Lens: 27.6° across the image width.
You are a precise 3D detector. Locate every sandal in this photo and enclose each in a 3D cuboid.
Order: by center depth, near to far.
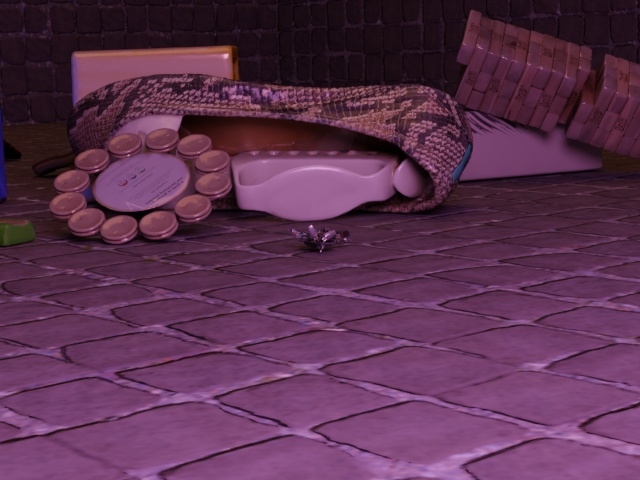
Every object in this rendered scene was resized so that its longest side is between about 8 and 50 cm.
[{"bbox_3d":[-0.353,-0.117,1.968,0.180,0.049,0.072,-15,-2,19],"label":"sandal"}]

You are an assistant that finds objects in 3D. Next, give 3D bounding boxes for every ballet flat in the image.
[{"bbox_3d":[-0.080,-0.090,1.416,0.483,0.164,0.182,2,35,15],"label":"ballet flat"}]

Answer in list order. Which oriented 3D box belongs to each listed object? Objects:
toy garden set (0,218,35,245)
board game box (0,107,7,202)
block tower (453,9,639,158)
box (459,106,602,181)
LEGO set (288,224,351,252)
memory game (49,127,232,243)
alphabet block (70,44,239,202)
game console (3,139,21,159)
[{"bbox_3d":[-0.429,-0.012,1.220,0.204,0.049,0.244,3,10,31],"label":"toy garden set"},{"bbox_3d":[-0.548,-0.099,1.533,0.291,0.141,0.232,-1,8,5],"label":"board game box"},{"bbox_3d":[0.333,-0.190,1.678,0.335,0.097,0.091,19,40,-2],"label":"block tower"},{"bbox_3d":[0.241,-0.135,1.756,0.275,0.094,0.113,-7,10,-28],"label":"box"},{"bbox_3d":[0.003,0.000,1.157,0.054,0.023,0.083,6,-2,34],"label":"LEGO set"},{"bbox_3d":[-0.177,-0.056,1.297,0.186,0.012,0.186,-5,38,4],"label":"memory game"},{"bbox_3d":[-0.202,-0.152,1.656,0.197,0.192,0.193,-1,10,-1],"label":"alphabet block"},{"bbox_3d":[-0.630,-0.145,2.317,0.144,0.085,0.124,3,-22,26],"label":"game console"}]
